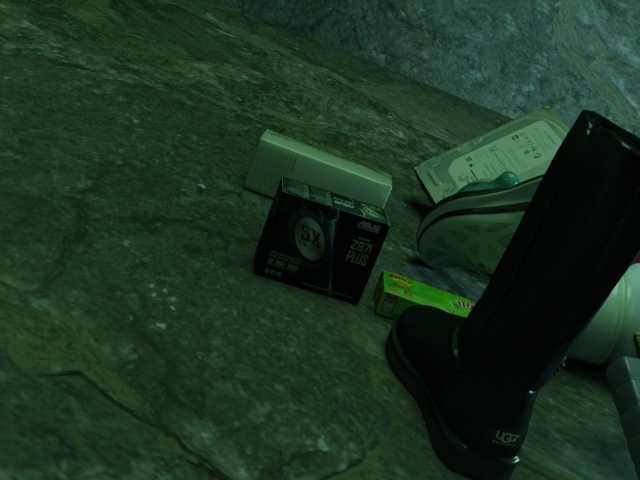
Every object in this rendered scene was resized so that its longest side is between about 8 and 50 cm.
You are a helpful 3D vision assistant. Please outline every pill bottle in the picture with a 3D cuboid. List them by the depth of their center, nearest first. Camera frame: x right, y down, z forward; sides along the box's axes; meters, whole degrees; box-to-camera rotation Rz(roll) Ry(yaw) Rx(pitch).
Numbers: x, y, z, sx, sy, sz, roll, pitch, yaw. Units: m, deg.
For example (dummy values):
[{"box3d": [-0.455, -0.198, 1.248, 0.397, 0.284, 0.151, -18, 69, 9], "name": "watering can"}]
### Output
[{"box3d": [0.605, 0.151, 1.581, 0.361, 0.204, 0.204, 12, 20, 1], "name": "pill bottle"}]

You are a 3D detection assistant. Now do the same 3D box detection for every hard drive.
[{"box3d": [0.397, -0.151, 2.032, 0.339, 0.064, 0.237, -25, 40, 3], "name": "hard drive"}]

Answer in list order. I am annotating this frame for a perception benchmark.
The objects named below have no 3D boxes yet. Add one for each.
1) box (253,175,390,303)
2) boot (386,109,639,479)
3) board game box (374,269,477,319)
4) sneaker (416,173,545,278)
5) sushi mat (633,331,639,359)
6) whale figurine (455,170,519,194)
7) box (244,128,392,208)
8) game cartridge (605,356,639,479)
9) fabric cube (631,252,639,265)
[{"box3d": [0.000, 0.000, 1.488, 0.180, 0.147, 0.077, 18, 20, -10], "name": "box"}, {"box3d": [0.256, 0.032, 1.218, 0.146, 0.445, 0.367, 14, 21, -19], "name": "boot"}, {"box3d": [0.181, 0.111, 1.529, 0.181, 0.043, 0.092, 19, 19, -5], "name": "board game box"}, {"box3d": [0.306, 0.052, 1.585, 0.169, 0.258, 0.447, 21, -22, -28], "name": "sneaker"}, {"box3d": [0.661, 0.189, 1.468, 0.316, 0.151, 0.019, -11, 0, 0], "name": "sushi mat"}, {"box3d": [0.372, -0.025, 1.823, 0.272, 0.216, 0.141, 5, 24, 27], "name": "whale figurine"}, {"box3d": [-0.003, -0.117, 1.844, 0.275, 0.113, 0.094, 21, 19, -3], "name": "box"}, {"box3d": [0.580, 0.286, 1.316, 0.355, 0.068, 0.230, 12, 55, -24], "name": "game cartridge"}, {"box3d": [0.701, 0.028, 1.949, 0.258, 0.254, 0.259, 14, 21, -23], "name": "fabric cube"}]
